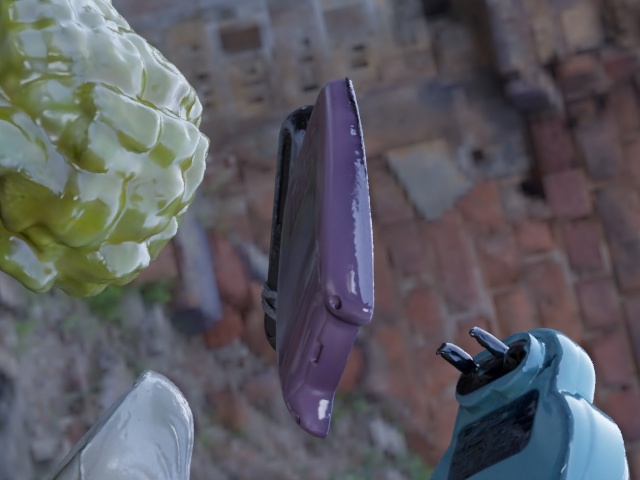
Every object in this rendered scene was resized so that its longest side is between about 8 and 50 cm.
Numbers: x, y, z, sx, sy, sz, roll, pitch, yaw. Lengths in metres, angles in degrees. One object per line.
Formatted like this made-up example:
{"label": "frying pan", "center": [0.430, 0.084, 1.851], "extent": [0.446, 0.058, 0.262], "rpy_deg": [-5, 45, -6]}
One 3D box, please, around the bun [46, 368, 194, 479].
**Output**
{"label": "bun", "center": [-0.142, 0.174, 1.452], "extent": [0.094, 0.138, 0.138], "rpy_deg": [40, 2, -2]}

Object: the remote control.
{"label": "remote control", "center": [-0.025, -0.008, 1.913], "extent": [0.090, 0.066, 0.265], "rpy_deg": [-130, -130, -71]}

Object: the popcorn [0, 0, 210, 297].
{"label": "popcorn", "center": [-0.174, -0.077, 1.183], "extent": [0.225, 0.174, 0.286], "rpy_deg": [43, 2, -41]}

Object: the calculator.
{"label": "calculator", "center": [-0.002, 0.000, 1.505], "extent": [0.294, 0.043, 0.194], "rpy_deg": [-94, -164, -46]}

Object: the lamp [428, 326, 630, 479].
{"label": "lamp", "center": [0.176, 0.204, 1.642], "extent": [0.147, 0.209, 0.284], "rpy_deg": [22, 51, -37]}
